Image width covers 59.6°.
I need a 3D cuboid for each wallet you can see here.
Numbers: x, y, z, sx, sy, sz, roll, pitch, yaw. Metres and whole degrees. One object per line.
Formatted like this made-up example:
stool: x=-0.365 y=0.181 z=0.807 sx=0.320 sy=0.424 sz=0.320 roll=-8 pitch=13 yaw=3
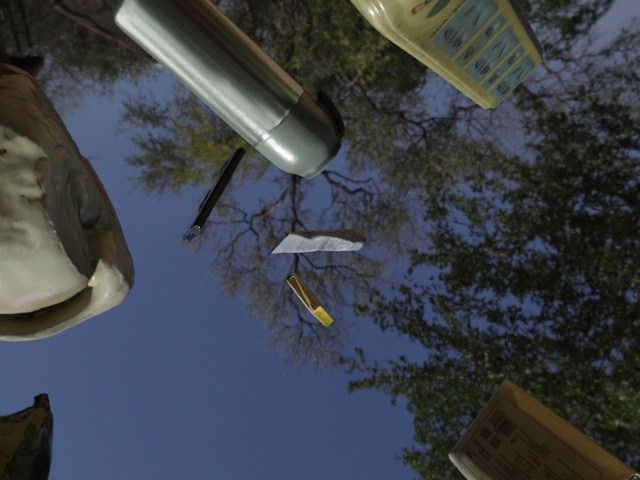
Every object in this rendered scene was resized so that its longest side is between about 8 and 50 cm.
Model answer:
wallet: x=-0.159 y=-0.068 z=0.837 sx=0.018 sy=0.082 sz=0.157 roll=33 pitch=-119 yaw=-17

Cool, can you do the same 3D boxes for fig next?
fig: x=-0.492 y=0.348 z=0.853 sx=0.195 sy=0.195 sz=0.245 roll=17 pitch=-134 yaw=29

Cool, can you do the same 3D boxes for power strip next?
power strip: x=0.124 y=-0.189 z=0.486 sx=0.066 sy=0.092 sz=0.387 roll=54 pitch=-155 yaw=19

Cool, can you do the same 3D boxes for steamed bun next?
steamed bun: x=-0.411 y=-0.036 z=0.715 sx=0.255 sy=0.342 sz=0.367 roll=-29 pitch=-147 yaw=-16

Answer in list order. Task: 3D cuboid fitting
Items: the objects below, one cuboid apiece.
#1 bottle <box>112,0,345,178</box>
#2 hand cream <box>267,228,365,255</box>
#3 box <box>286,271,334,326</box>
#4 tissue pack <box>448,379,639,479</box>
bottle: x=-0.082 y=-0.169 z=0.565 sx=0.096 sy=0.253 sz=0.079 roll=-50 pitch=-163 yaw=-5
hand cream: x=0.000 y=0.000 z=0.475 sx=0.093 sy=0.030 sz=0.019 roll=0 pitch=-123 yaw=-35
box: x=-0.015 y=0.101 z=0.928 sx=0.020 sy=0.149 sz=0.073 roll=-39 pitch=-110 yaw=-3
tissue pack: x=0.316 y=0.329 z=0.779 sx=0.159 sy=0.125 sz=0.234 roll=-53 pitch=-153 yaw=-2
